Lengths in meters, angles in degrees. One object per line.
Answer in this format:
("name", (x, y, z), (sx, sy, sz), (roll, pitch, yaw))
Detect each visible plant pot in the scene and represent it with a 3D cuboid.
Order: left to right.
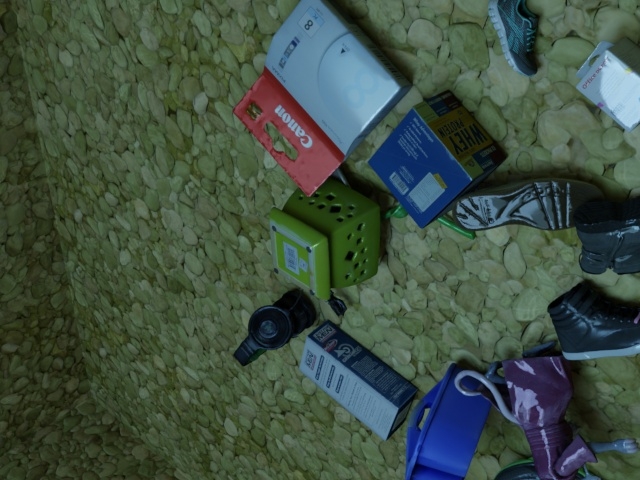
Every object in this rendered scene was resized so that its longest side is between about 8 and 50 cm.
("plant pot", (0.000, 0.000, 1.848), (0.227, 0.207, 0.228), (30, 139, 35))

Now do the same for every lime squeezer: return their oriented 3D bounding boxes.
("lime squeezer", (0.226, -0.063, 1.787), (0.310, 0.059, 0.110), (5, 152, 43))

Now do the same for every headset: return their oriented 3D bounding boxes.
("headset", (-0.093, 0.256, 2.188), (0.185, 0.243, 0.394), (47, 120, 9))

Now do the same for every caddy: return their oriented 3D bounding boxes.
("caddy", (0.310, 0.469, 1.841), (0.179, 0.341, 0.241), (21, 136, 16))

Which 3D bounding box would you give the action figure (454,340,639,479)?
("action figure", (0.504, 0.424, 1.636), (0.248, 0.275, 0.370), (116, 142, -65))

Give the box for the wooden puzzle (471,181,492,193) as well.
("wooden puzzle", (0.359, -0.108, 1.640), (0.049, 0.006, 0.083), (19, 128, 37))

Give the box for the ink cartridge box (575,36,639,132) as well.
("ink cartridge box", (0.529, -0.278, 1.283), (0.143, 0.090, 0.092), (46, 140, 14))

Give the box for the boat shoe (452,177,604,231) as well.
("boat shoe", (0.428, -0.080, 1.521), (0.302, 0.098, 0.109), (-6, 107, 28))

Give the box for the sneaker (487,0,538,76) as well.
("sneaker", (0.378, -0.391, 1.387), (0.076, 0.065, 0.167), (-17, 104, 46))

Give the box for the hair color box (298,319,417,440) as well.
("hair color box", (0.105, 0.410, 2.177), (0.347, 0.105, 0.174), (36, 136, 23))

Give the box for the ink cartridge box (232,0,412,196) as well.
("ink cartridge box", (-0.024, -0.331, 1.715), (0.308, 0.091, 0.385), (49, 117, 8))

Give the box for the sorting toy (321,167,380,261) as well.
("sorting toy", (0.054, -0.090, 1.937), (0.348, 0.047, 0.196), (60, 147, -1))

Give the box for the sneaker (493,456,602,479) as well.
("sneaker", (0.617, 0.674, 1.755), (0.482, 0.202, 0.185), (14, 124, 40))

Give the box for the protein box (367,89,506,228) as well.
("protein box", (0.248, -0.174, 1.600), (0.200, 0.136, 0.201), (52, 141, 10))

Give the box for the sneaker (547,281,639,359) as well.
("sneaker", (0.588, 0.151, 1.505), (0.295, 0.104, 0.147), (-26, 97, 52))

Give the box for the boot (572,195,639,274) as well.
("boot", (0.613, -0.005, 1.404), (0.246, 0.083, 0.161), (-3, 135, 30))
